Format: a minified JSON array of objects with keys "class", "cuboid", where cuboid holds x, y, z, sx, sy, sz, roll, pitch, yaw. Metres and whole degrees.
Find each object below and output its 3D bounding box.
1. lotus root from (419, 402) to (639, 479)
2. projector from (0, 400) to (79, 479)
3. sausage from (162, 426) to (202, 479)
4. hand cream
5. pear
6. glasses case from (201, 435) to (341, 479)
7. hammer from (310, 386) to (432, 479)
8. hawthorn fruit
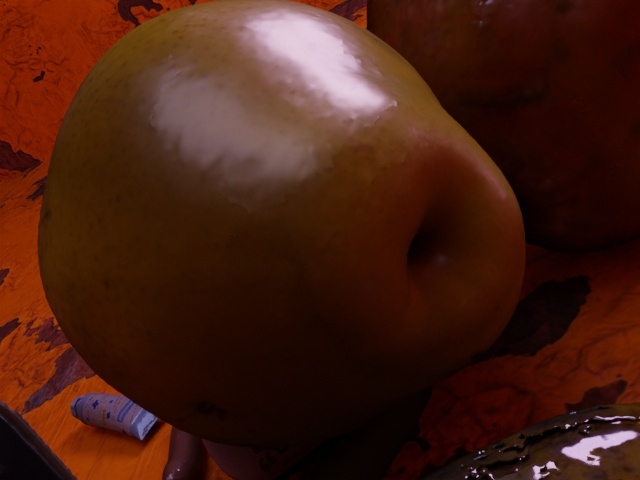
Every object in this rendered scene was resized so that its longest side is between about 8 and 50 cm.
[{"class":"lotus root","cuboid":[0.087,0.230,0.510,0.397,0.179,0.196,-29,62,-5]},{"class":"projector","cuboid":[-0.377,0.318,0.849,0.249,0.248,0.248,-21,26,25]},{"class":"sausage","cuboid":[-0.148,0.212,1.022,0.043,0.043,0.186,-27,27,13]},{"class":"hand cream","cuboid":[-0.255,0.218,1.162,0.170,0.043,0.065,-2,43,43]},{"class":"pear","cuboid":[-0.047,-0.014,0.759,0.362,0.362,0.418,-44,32,-25]},{"class":"glasses case","cuboid":[0.019,0.119,0.924,0.314,0.075,0.122,-37,55,-10]},{"class":"hammer","cuboid":[0.010,0.218,0.754,0.206,0.119,0.335,-11,25,41]},{"class":"hawthorn fruit","cuboid":[0.217,-0.166,0.924,0.403,0.403,0.403,-27,24,13]}]
